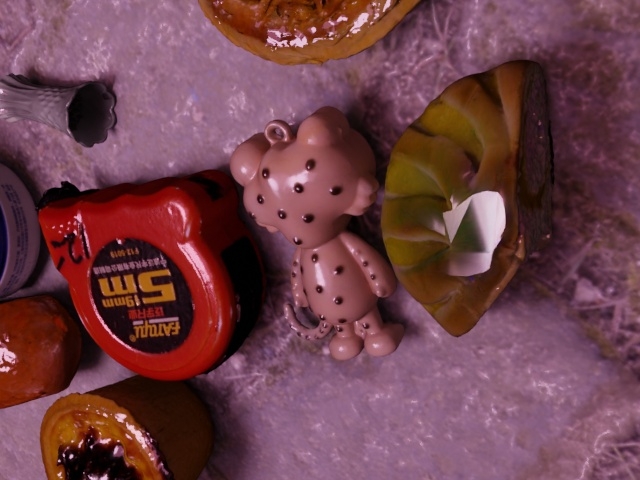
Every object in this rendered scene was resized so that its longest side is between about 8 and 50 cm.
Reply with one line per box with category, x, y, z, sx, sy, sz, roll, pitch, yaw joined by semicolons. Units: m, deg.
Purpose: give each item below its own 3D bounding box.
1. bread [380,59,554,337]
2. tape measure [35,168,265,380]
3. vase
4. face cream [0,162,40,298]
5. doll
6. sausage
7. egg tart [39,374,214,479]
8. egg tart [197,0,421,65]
bread;0.126;-0.027;0.672;0.156;0.158;0.260;1;104;29
tape measure;-0.193;0.040;0.871;0.253;0.114;0.260;-7;106;27
vase;-0.335;-0.166;0.897;0.149;0.081;0.081;14;112;26
face cream;-0.484;-0.011;0.987;0.206;0.111;0.205;3;96;25
doll;0.002;0.000;0.772;0.154;0.119;0.278;-2;115;27
sausage;-0.443;0.155;1.004;0.268;0.153;0.141;-13;95;27
egg tart;-0.240;0.267;0.932;0.215;0.171;0.215;9;111;24
egg tart;-0.001;-0.305;0.668;0.290;0.115;0.290;7;107;24
